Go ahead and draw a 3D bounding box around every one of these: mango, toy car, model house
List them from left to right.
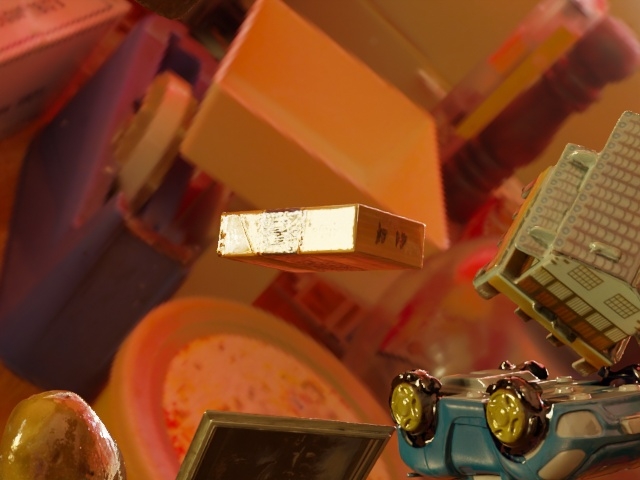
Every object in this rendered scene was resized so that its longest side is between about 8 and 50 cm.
[{"bbox_3d":[-0.368,0.365,1.825,0.175,0.176,0.329,52,-13,50],"label":"mango"},{"bbox_3d":[0.218,0.209,1.280,0.198,0.314,0.166,-5,89,-34],"label":"toy car"},{"bbox_3d":[0.318,0.008,1.363,0.198,0.215,0.224,38,57,-3],"label":"model house"}]

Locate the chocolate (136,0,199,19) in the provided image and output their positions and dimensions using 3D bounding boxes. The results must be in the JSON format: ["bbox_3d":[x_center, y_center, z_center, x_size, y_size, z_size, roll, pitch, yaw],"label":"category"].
[{"bbox_3d":[-0.198,-0.284,0.914,0.321,0.112,0.112,26,38,-25],"label":"chocolate"}]

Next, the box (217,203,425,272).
[{"bbox_3d":[0.000,-0.001,1.635,0.152,0.237,0.070,14,75,-50],"label":"box"}]

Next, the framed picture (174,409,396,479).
[{"bbox_3d":[-0.065,0.306,1.447,0.232,0.296,0.019,7,42,-19],"label":"framed picture"}]
